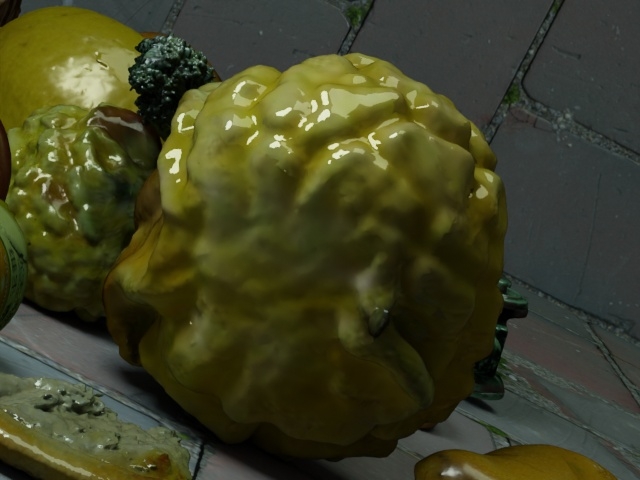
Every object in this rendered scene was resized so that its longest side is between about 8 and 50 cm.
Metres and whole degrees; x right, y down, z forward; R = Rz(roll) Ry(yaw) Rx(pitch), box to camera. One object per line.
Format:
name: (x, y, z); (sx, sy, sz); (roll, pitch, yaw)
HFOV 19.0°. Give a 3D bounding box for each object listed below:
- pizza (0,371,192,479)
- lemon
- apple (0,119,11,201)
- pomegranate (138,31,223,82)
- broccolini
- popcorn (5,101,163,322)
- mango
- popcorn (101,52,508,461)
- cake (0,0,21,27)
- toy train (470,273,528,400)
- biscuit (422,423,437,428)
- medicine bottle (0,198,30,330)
pizza: (-0.152, 0.135, 1.316); (0.181, 0.034, 0.262); (29, 7, 15)
lemon: (-0.253, -0.125, 2.010); (0.236, 0.236, 0.263); (21, 29, -43)
apple: (-0.348, -0.060, 1.527); (0.201, 0.162, 0.201); (16, 4, -1)
pomegranate: (-0.219, -0.130, 2.248); (0.248, 0.248, 0.248); (27, 7, -4)
broccolini: (-0.059, -0.041, 1.751); (0.074, 0.079, 0.392); (5, -34, 36)
popcorn: (-0.211, -0.020, 1.718); (0.169, 0.218, 0.189); (-23, -51, 37)
mango: (0.170, 0.231, 1.555); (0.262, 0.109, 0.157); (13, 25, -46)
popcorn: (0.000, 0.000, 1.582); (0.349, 0.349, 0.382); (27, 23, -3)
cake: (-0.474, -0.238, 2.214); (0.198, 0.196, 0.293); (25, 12, -5)
toy train: (0.127, 0.086, 2.342); (0.221, 0.150, 0.304); (16, 10, -7)
biscuit: (-0.012, 0.100, 2.013); (0.312, 0.057, 0.351); (19, 11, -43)
medicine bottle: (-0.272, 0.025, 1.324); (0.124, 0.124, 0.239); (27, 6, 1)
